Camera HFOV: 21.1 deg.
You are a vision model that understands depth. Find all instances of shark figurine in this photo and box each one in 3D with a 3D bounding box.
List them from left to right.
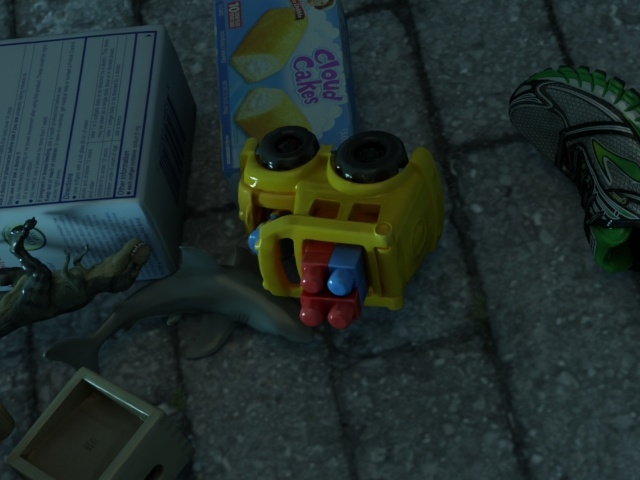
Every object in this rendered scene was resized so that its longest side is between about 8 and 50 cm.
[{"bbox_3d":[-0.158,0.057,1.849,0.278,0.116,0.166,-13,51,1],"label":"shark figurine"}]

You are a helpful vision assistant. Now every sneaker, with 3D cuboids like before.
[{"bbox_3d":[0.314,-0.060,1.810,0.146,0.134,0.343,-37,55,-14],"label":"sneaker"}]

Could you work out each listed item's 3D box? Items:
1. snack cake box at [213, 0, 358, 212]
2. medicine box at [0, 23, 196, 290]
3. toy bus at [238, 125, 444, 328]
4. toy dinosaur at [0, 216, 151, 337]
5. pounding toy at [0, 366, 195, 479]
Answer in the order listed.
[{"bbox_3d":[-0.037,-0.170,2.001,0.152,0.089,0.264,-11,53,6],"label":"snack cake box"},{"bbox_3d":[-0.307,-0.092,1.969,0.289,0.149,0.263,-5,53,10],"label":"medicine box"},{"bbox_3d":[0.000,0.000,1.810,0.220,0.149,0.211,7,45,19],"label":"toy bus"},{"bbox_3d":[-0.319,0.045,1.853,0.268,0.118,0.064,-26,15,12],"label":"toy dinosaur"},{"bbox_3d":[-0.265,0.229,1.764,0.206,0.094,0.181,24,67,38],"label":"pounding toy"}]
